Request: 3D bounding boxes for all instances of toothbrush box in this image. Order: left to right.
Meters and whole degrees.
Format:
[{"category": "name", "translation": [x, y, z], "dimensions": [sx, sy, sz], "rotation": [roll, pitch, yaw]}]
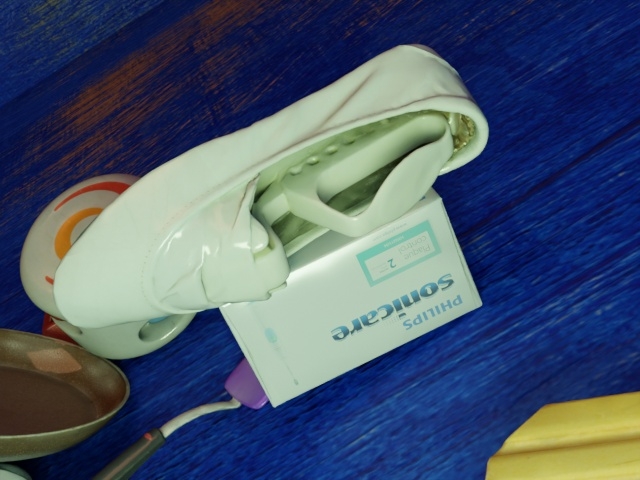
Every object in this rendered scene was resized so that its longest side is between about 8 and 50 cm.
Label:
[{"category": "toothbrush box", "translation": [0.000, 0.000, 0.999], "dimensions": [0.216, 0.126, 0.295], "rotation": [-25, 28, 0]}]

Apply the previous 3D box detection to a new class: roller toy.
[{"category": "roller toy", "translation": [-0.237, 0.034, 1.167], "dimensions": [0.209, 0.146, 0.191], "rotation": [-11, 54, 14]}]

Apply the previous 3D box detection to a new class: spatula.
[{"category": "spatula", "translation": [-0.130, 0.177, 0.958], "dimensions": [0.296, 0.030, 0.084], "rotation": [-34, 27, -20]}]

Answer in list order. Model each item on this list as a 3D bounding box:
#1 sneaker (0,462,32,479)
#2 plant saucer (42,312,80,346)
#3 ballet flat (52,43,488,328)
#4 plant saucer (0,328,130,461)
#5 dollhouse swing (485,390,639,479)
[{"category": "sneaker", "translation": [-0.394, 0.236, 1.082], "dimensions": [0.295, 0.124, 0.178], "rotation": [-18, 40, 30]}, {"category": "plant saucer", "translation": [-0.270, 0.035, 1.349], "dimensions": [0.259, 0.048, 0.258], "rotation": [-31, 27, 5]}, {"category": "ballet flat", "translation": [-0.029, -0.031, 0.827], "dimensions": [0.400, 0.139, 0.139], "rotation": [-32, 26, -13]}, {"category": "plant saucer", "translation": [-0.361, 0.163, 1.066], "dimensions": [0.310, 0.050, 0.310], "rotation": [9, 11, -2]}, {"category": "dollhouse swing", "translation": [0.210, 0.103, 0.465], "dimensions": [0.305, 0.315, 0.347], "rotation": [0, 38, 17]}]
